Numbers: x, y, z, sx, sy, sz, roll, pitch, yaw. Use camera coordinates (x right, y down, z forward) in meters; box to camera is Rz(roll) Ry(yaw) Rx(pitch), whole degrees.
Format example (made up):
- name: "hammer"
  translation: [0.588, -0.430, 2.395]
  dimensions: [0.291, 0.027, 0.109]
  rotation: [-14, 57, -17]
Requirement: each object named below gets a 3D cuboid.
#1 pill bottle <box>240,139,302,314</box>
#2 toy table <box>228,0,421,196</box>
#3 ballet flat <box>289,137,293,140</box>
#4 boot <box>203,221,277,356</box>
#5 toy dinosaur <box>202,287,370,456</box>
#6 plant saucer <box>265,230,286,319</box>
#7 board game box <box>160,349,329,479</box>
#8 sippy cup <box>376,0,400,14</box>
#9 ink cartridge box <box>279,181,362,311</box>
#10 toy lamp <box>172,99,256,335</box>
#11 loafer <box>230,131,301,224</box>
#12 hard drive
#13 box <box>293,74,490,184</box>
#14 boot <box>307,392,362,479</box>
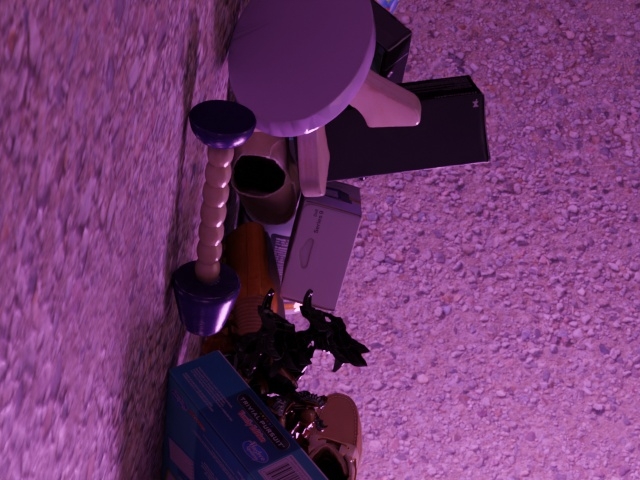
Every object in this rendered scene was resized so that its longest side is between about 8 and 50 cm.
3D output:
- name: "pill bottle"
  translation: [-0.055, -0.022, 2.207]
  dimensions: [0.162, 0.162, 0.278]
  rotation: [-78, 179, -48]
- name: "toy table"
  translation: [-0.012, -0.196, 1.623]
  dimensions: [0.161, 0.252, 0.274]
  rotation: [72, 32, -51]
- name: "ballet flat"
  translation: [-0.063, -0.139, 2.621]
  dimensions: [0.124, 0.116, 0.342]
  rotation: [176, -78, -71]
- name: "boot"
  translation: [-0.121, 0.112, 1.985]
  dimensions: [0.295, 0.104, 0.211]
  rotation: [121, -29, -59]
- name: "toy dinosaur"
  translation: [-0.080, 0.176, 1.689]
  dimensions: [0.218, 0.322, 0.164]
  rotation: [-43, 175, 32]
- name: "plant saucer"
  translation: [-0.086, 0.084, 2.070]
  dimensions: [0.195, 0.037, 0.195]
  rotation: [170, -90, -82]
- name: "board game box"
  translation: [-0.104, 0.343, 1.646]
  dimensions: [0.254, 0.079, 0.336]
  rotation: [46, -37, 34]
- name: "sippy cup"
  translation: [0.041, -0.430, 2.164]
  dimensions: [0.305, 0.240, 0.224]
  rotation: [9, 103, -65]
- name: "ink cartridge box"
  translation: [0.000, 0.000, 1.977]
  dimensions: [0.212, 0.093, 0.154]
  rotation: [-81, -174, -78]
- name: "toy lamp"
  translation: [-0.117, -0.015, 1.422]
  dimensions: [0.080, 0.080, 0.275]
  rotation: [-77, 176, -54]
- name: "loafer"
  translation: [-0.086, -0.093, 1.864]
  dimensions: [0.268, 0.102, 0.092]
  rotation: [81, 19, -58]
- name: "hard drive"
  translation: [0.021, -0.270, 2.035]
  dimensions: [0.064, 0.237, 0.339]
  rotation: [-40, 159, -24]
- name: "box"
  translation: [0.094, -0.157, 1.834]
  dimensions: [0.184, 0.261, 0.103]
  rotation: [-85, 167, -77]
- name: "boot"
  translation: [0.014, 0.337, 2.041]
  dimensions: [0.203, 0.095, 0.262]
  rotation: [92, 11, -64]
